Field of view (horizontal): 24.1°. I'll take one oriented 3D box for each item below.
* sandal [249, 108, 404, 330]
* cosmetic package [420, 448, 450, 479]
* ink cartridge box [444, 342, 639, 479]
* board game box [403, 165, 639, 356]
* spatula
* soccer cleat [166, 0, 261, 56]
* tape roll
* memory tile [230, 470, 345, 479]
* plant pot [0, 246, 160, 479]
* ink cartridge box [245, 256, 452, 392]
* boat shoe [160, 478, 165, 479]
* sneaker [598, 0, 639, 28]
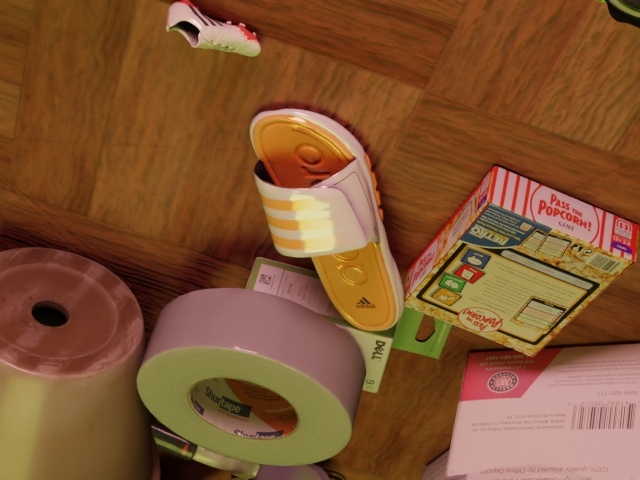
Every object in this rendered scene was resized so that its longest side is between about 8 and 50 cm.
[{"bbox_3d":[0.010,0.000,1.350,0.102,0.076,0.265,-5,128,28],"label":"sandal"},{"bbox_3d":[0.216,0.323,1.674,0.184,0.151,0.151,24,142,-13],"label":"cosmetic package"},{"bbox_3d":[0.232,0.249,1.458,0.207,0.283,0.117,-5,140,25],"label":"ink cartridge box"},{"bbox_3d":[0.179,0.024,1.379,0.147,0.045,0.193,22,143,-11],"label":"board game box"},{"bbox_3d":[-0.127,0.258,1.789,0.296,0.030,0.084,23,102,-1],"label":"spatula"},{"bbox_3d":[-0.088,-0.167,1.225,0.083,0.035,0.029,27,142,-16],"label":"soccer cleat"},{"bbox_3d":[-0.068,0.139,1.487,0.219,0.072,0.219,11,145,7],"label":"tape roll"},{"bbox_3d":[-0.041,0.309,1.863,0.148,0.012,0.113,8,143,10],"label":"memory tile"},{"bbox_3d":[-0.302,0.170,1.562,0.323,0.323,0.280,18,127,-5],"label":"plant pot"},{"bbox_3d":[0.023,0.093,1.510,0.209,0.062,0.109,14,144,1],"label":"ink cartridge box"},{"bbox_3d":[-0.235,0.342,1.849,0.158,0.127,0.340,34,151,-20],"label":"boat shoe"},{"bbox_3d":[0.309,-0.170,1.071,0.235,0.084,0.097,15,168,1],"label":"sneaker"}]
